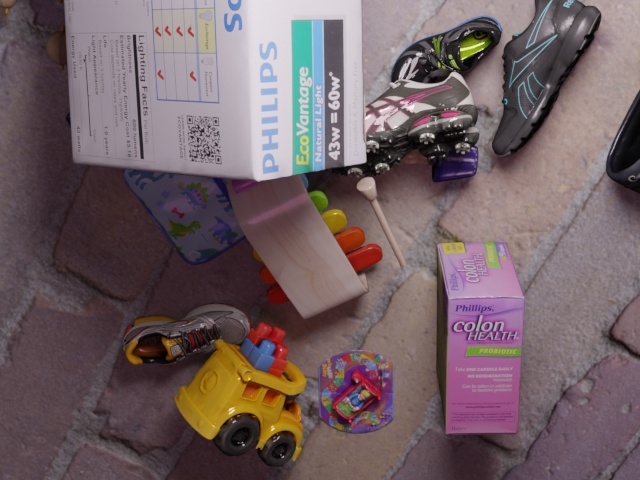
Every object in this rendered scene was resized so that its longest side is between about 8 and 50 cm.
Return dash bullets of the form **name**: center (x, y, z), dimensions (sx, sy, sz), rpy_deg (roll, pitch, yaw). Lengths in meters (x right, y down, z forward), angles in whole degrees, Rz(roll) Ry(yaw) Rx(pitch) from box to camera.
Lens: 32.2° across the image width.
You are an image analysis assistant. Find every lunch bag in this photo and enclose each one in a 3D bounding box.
- **lunch bag**: center (-0.194, -0.086, 1.766), dimensions (0.176, 0.090, 0.219), rpy_deg (-29, 111, 9)

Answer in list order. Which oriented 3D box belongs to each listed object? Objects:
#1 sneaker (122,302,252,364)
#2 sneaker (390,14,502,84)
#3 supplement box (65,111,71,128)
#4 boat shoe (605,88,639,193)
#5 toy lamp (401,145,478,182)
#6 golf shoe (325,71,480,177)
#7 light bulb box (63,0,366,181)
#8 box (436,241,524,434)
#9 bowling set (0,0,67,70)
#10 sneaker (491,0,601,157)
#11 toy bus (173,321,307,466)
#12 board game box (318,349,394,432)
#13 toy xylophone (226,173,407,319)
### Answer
- **sneaker**: center (-0.224, 0.171, 1.871), dimensions (0.225, 0.092, 0.088), rpy_deg (-13, 111, 5)
- **sneaker**: center (0.188, -0.280, 1.679), dimensions (0.188, 0.078, 0.067), rpy_deg (-27, 111, 12)
- **supplement box**: center (-0.340, -0.181, 1.744), dimensions (0.083, 0.056, 0.083), rpy_deg (-22, 111, 10)
- **boat shoe**: center (0.563, -0.274, 1.621), dimensions (0.156, 0.187, 0.500), rpy_deg (12, 118, -10)
- **toy lamp**: center (0.109, -0.136, 1.745), dimensions (0.275, 0.080, 0.080), rpy_deg (6, 113, 2)
- **golf shoe**: center (0.101, -0.172, 1.668), dimensions (0.273, 0.120, 0.105), rpy_deg (-9, 150, 11)
- **light bulb box**: center (-0.143, -0.271, 1.468), dimensions (0.361, 0.225, 0.358), rpy_deg (8, 105, 39)
- **box**: center (0.252, 0.154, 1.788), dimensions (0.117, 0.213, 0.243), rpy_deg (-2, 112, 2)
- **bowling set**: center (-0.428, -0.399, 1.600), dimensions (0.200, 0.154, 0.287), rpy_deg (8, 112, -2)
- **sneaker**: center (0.323, -0.253, 1.694), dimensions (0.106, 0.101, 0.267), rpy_deg (32, 112, 12)
- **toy bus**: center (-0.100, 0.248, 1.864), dimensions (0.220, 0.149, 0.211), rpy_deg (26, 97, -39)
- **board game box**: center (0.063, 0.273, 1.941), dimensions (0.133, 0.033, 0.168), rpy_deg (0, 113, 1)
- **toy xylophone**: center (0.000, 0.000, 1.744), dimensions (0.236, 0.081, 0.322), rpy_deg (-18, 133, 3)
